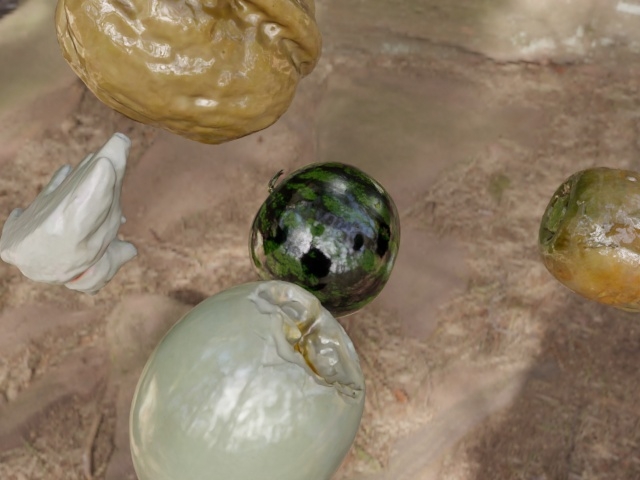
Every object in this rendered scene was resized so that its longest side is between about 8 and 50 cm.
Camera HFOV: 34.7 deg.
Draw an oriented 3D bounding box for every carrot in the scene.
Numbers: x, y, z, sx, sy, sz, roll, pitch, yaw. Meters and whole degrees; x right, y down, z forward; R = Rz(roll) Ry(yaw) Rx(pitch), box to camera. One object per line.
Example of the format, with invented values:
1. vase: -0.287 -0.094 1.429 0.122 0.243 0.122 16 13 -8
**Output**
1. carrot: 0.536 0.014 1.662 0.340 0.224 0.224 20 43 -6

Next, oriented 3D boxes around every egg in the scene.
1. egg: -0.104 0.223 1.301 0.278 0.336 0.278 33 27 -19

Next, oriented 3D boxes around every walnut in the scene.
1. walnut: -0.121 -0.210 0.988 0.257 0.257 0.224 12 74 9

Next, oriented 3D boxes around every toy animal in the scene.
1. toy animal: -0.348 -0.020 1.564 0.308 0.188 0.266 -40 16 14

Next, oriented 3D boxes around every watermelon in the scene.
1. watermelon: 0.004 0.004 1.690 0.269 0.269 0.269 2 43 -2
